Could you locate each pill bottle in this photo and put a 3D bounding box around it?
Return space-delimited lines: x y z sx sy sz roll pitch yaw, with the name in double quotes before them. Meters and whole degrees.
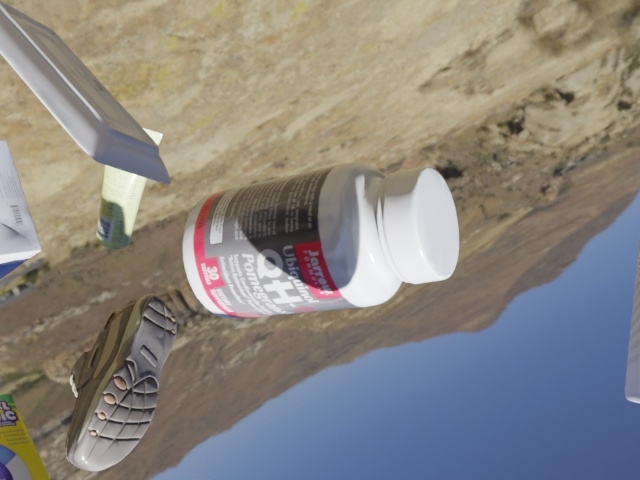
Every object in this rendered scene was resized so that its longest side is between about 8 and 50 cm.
"pill bottle" 0.000 0.000 0.861 0.318 0.176 0.176 -9 -171 32

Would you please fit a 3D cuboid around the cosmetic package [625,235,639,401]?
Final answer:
"cosmetic package" 0.373 -0.074 0.598 0.161 0.453 0.230 6 171 22

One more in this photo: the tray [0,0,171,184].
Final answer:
"tray" -0.270 -0.170 0.752 0.030 0.270 0.145 -46 163 8

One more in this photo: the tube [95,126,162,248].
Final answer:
"tube" -0.339 -0.095 1.199 0.070 0.062 0.240 -11 135 -40

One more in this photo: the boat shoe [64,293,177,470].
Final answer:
"boat shoe" -0.369 0.252 1.241 0.130 0.132 0.355 -13 -144 23

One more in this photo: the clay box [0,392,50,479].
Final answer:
"clay box" -0.320 0.224 0.633 0.053 0.222 0.127 -44 156 18

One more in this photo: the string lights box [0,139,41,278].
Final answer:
"string lights box" -0.434 0.000 0.801 0.259 0.133 0.077 -27 171 37
